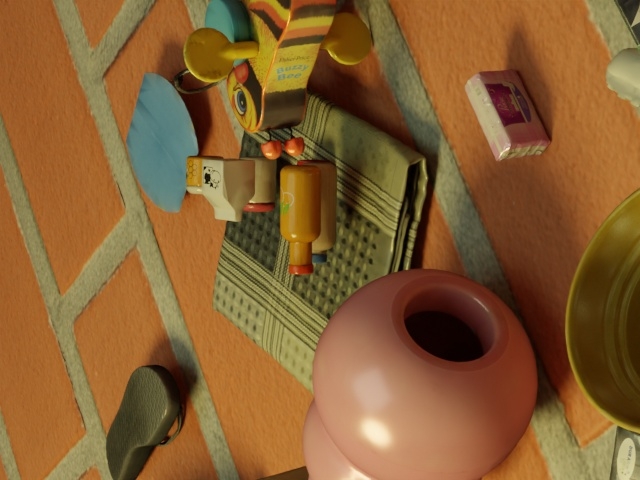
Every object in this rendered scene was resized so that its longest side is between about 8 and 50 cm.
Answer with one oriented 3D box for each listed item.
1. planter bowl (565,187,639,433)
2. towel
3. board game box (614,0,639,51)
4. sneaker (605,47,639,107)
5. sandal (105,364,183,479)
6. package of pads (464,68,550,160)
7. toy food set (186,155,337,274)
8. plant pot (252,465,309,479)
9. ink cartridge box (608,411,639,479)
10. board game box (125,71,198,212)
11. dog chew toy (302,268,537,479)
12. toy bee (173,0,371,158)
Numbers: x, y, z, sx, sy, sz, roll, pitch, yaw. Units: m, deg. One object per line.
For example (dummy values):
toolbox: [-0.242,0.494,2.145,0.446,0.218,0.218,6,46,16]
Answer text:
planter bowl: [0.304,0.057,1.467,0.217,0.090,0.217,-21,58,38]
towel: [0.000,0.000,1.987,0.324,0.056,0.312,38,123,49]
board game box: [0.356,-0.120,1.338,0.213,0.046,0.317,-31,66,21]
sneaker: [0.323,-0.124,1.453,0.235,0.090,0.095,23,107,44]
sandal: [-0.213,0.223,2.340,0.254,0.054,0.097,128,134,-58]
package of pads: [0.168,-0.113,1.703,0.032,0.050,0.083,-48,57,48]
toy food set: [-0.051,-0.029,1.909,0.232,0.111,0.105,8,98,53]
plant pot: [-0.004,0.304,1.992,0.096,0.109,0.109,4,99,43]
ink cartridge box: [0.361,0.254,1.396,0.332,0.065,0.165,18,111,37]
board game box: [-0.176,-0.117,2.234,0.133,0.033,0.169,53,141,30]
dog chew toy: [0.076,0.180,1.772,0.207,0.206,0.332,59,147,32]
toy bee: [-0.039,-0.174,1.885,0.298,0.195,0.162,92,157,-68]
